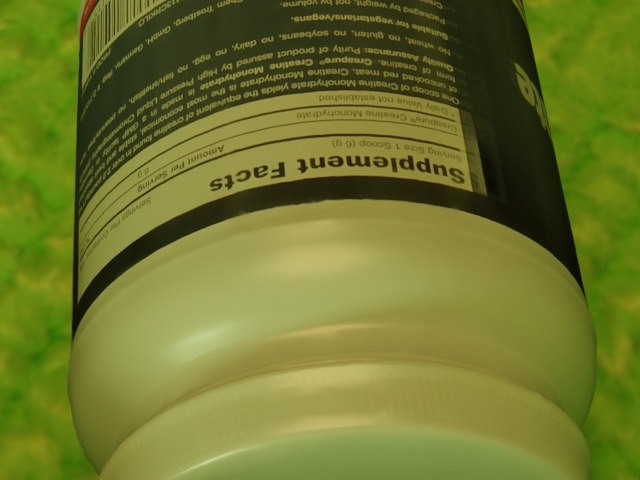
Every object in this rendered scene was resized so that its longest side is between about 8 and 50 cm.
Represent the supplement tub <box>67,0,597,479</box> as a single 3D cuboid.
[{"bbox_3d":[0.000,0.000,0.634,0.191,0.191,0.272,-5,53,0],"label":"supplement tub"}]
